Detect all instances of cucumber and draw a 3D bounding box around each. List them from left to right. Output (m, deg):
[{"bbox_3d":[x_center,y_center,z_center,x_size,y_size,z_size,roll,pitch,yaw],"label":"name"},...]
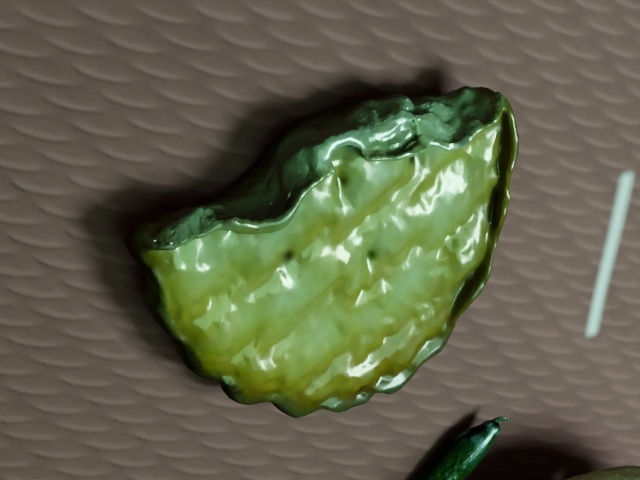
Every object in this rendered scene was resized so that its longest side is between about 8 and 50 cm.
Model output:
[{"bbox_3d":[0.124,0.224,1.375,0.155,0.037,0.037,-48,129,3],"label":"cucumber"}]

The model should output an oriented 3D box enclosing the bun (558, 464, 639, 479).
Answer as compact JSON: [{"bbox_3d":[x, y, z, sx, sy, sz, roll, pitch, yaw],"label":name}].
[{"bbox_3d":[0.256,0.374,1.410,0.352,0.227,0.349,-28,126,-18],"label":"bun"}]

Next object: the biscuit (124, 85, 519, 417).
[{"bbox_3d":[0.000,0.000,1.159,0.335,0.078,0.329,11,112,-34],"label":"biscuit"}]
